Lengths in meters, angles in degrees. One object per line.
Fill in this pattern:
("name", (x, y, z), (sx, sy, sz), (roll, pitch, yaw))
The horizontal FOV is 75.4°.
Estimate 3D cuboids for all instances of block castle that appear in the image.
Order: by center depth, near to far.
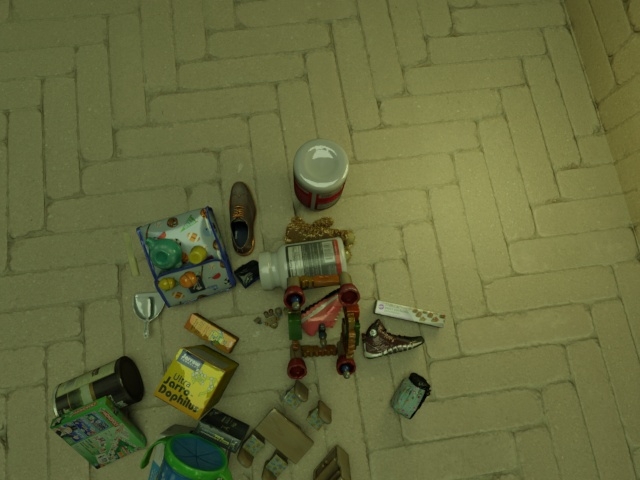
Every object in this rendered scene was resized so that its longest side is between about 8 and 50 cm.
("block castle", (0.007, 0.364, 1.698), (0.303, 0.213, 0.453), (-2, 118, -4))

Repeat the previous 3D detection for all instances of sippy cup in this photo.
("sippy cup", (-0.486, 0.858, 1.482), (0.305, 0.240, 0.224), (22, 85, 45))

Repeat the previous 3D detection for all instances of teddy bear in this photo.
("teddy bear", (0.000, 0.000, 1.945), (0.338, 0.113, 0.245), (-2, 96, -4))

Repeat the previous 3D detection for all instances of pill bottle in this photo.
("pill bottle", (-0.074, 0.109, 1.795), (0.363, 0.210, 0.210), (-8, 78, 0))
("pill bottle", (-0.006, -0.266, 1.840), (0.229, 0.407, 0.229), (1, 78, -3))

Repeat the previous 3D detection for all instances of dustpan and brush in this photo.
("dustpan and brush", (-0.771, 0.333, 1.854), (0.147, 0.060, 0.211), (-4, 78, -3))

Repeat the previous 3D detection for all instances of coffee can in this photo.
("coffee can", (-0.912, 0.629, 1.714), (0.275, 0.201, 0.201), (-23, 80, -6))

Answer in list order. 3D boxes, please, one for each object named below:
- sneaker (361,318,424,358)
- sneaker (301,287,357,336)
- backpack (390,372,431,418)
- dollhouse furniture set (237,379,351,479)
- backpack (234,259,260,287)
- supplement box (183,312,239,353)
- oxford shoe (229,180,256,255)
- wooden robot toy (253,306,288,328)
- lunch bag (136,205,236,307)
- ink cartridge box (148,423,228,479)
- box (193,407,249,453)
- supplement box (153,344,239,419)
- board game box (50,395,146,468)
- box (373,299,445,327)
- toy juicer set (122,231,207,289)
("sneaker", (0.317, 0.425, 1.864), (0.281, 0.106, 0.162), (-13, 76, -5))
("sneaker", (0.045, 0.321, 1.884), (0.314, 0.116, 0.136), (-31, 91, -2))
("backpack", (0.390, 0.676, 1.803), (0.115, 0.152, 0.182), (31, 91, 10))
("dollhouse furniture set", (-0.079, 0.849, 1.643), (0.394, 0.256, 0.362), (41, 91, -1))
("backpack", (-0.323, 0.148, 1.894), (0.120, 0.101, 0.098), (-37, 84, -15))
("supplement box", (-0.483, 0.412, 1.843), (0.233, 0.080, 0.078), (29, 80, 2))
("oxford shoe", (-0.364, -0.117, 1.932), (0.130, 0.133, 0.363), (-8, 78, -4))
("wooden robot toy", (-0.213, 0.360, 1.885), (0.173, 0.076, 0.079), (-22, 115, -7))
("lunch bag", (-0.581, 0.075, 1.838), (0.328, 0.239, 0.385), (-17, 95, -7))
("ink cartridge box", (-0.515, 0.889, 1.677), (0.270, 0.197, 0.198), (11, 77, 0))
("box", (-0.396, 0.770, 1.690), (0.183, 0.232, 0.059), (25, 80, 4))
("supplement box", (-0.484, 0.554, 1.670), (0.194, 0.356, 0.195), (28, 78, 4))
("board game box", (-0.878, 0.775, 1.659), (0.214, 0.046, 0.317), (-23, 123, -8))
("box", (0.407, 0.339, 1.905), (0.324, 0.067, 0.063), (12, 78, -1))
("toy juicer set", (-0.641, 0.092, 1.686), (0.329, 0.089, 0.209), (14, 105, -6))
